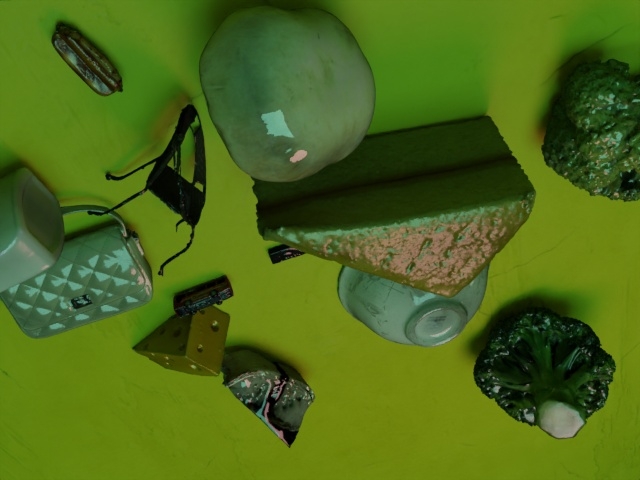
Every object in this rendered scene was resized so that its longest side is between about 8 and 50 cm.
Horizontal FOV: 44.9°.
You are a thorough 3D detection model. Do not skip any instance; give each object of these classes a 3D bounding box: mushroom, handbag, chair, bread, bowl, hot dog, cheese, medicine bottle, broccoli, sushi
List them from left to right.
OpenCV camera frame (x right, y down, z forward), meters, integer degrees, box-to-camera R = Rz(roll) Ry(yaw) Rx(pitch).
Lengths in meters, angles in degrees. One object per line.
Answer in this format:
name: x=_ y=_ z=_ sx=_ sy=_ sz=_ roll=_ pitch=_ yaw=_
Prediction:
medicine bottle: x=-0.546 y=0.027 z=1.136 sx=0.324 sy=0.179 sz=0.124 roll=-25 pitch=136 yaw=9
handbag: x=-0.415 y=0.046 z=1.271 sx=0.256 sy=0.079 sz=0.219 roll=-20 pitch=132 yaw=0
hot dog: x=-0.315 y=-0.245 z=1.050 sx=0.049 sy=0.037 sz=0.122 roll=-21 pitch=131 yaw=20
chair: x=-0.217 y=-0.084 z=1.142 sx=0.149 sy=0.174 sz=0.213 roll=38 pitch=118 yaw=-21
cheese: x=-0.271 y=0.202 z=1.473 sx=0.171 sy=0.126 sz=0.093 roll=-22 pitch=138 yaw=35
sushi: x=-0.110 y=0.284 z=1.579 sx=0.109 sy=0.134 sz=0.273 roll=-39 pitch=118 yaw=2
mushroom: x=-0.064 y=-0.198 z=1.053 sx=0.234 sy=0.253 sz=0.260 roll=-5 pitch=145 yaw=44
bread: x=0.095 y=-0.087 z=1.187 sx=0.362 sy=0.233 sz=0.245 roll=14 pitch=127 yaw=-28
bowl: x=0.202 y=0.114 z=1.476 sx=0.314 sy=0.146 sz=0.313 roll=-9 pitch=136 yaw=-9
broccoli: x=0.472 y=0.285 z=1.640 sx=0.298 sy=0.297 sz=0.297 roll=3 pitch=108 yaw=9
broccoli: x=0.521 y=-0.166 z=1.275 sx=0.302 sy=0.186 sz=0.254 roll=3 pitch=123 yaw=-11

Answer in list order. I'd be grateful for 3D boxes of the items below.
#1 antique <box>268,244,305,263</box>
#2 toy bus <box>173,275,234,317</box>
antique: x=0.000 y=0.000 z=1.394 sx=0.192 sy=0.015 sz=0.031 roll=-18 pitch=136 yaw=1
toy bus: x=-0.213 y=0.102 z=1.407 sx=0.110 sy=0.043 sz=0.031 roll=-21 pitch=139 yaw=0
